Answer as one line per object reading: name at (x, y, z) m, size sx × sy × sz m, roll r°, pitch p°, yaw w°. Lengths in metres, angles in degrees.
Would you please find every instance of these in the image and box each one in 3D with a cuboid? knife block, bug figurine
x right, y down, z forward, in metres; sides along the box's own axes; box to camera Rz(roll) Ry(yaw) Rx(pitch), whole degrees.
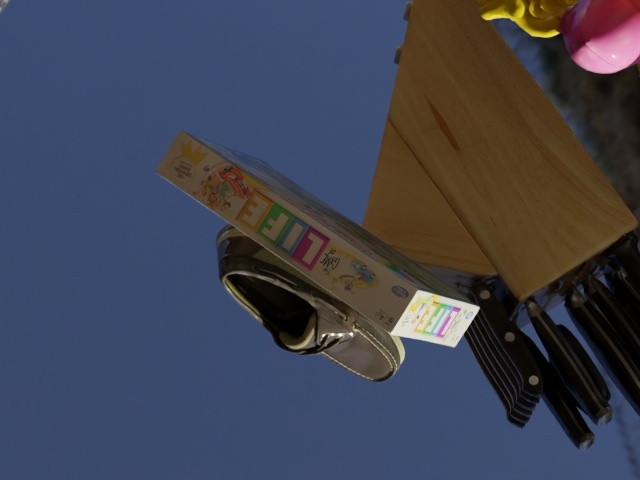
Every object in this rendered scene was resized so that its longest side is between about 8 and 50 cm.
knife block at (0.147, -0.015, 1.251) m, size 0.242 × 0.088 × 0.276 m, roll 13°, pitch -111°, yaw 0°
bug figurine at (0.194, -0.140, 0.845) m, size 0.216 × 0.279 × 0.072 m, roll -28°, pitch -93°, yaw -53°

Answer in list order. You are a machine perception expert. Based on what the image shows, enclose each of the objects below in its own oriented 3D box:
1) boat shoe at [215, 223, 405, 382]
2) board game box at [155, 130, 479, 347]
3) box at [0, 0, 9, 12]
boat shoe at (-0.010, 0.049, 1.234) m, size 0.152 × 0.056 × 0.049 m, roll 37°, pitch -138°, yaw -22°
board game box at (0.000, 0.000, 1.012) m, size 0.154 × 0.026 × 0.103 m, roll 34°, pitch -174°, yaw 22°
box at (-0.209, -0.272, 1.215) m, size 0.165 × 0.143 × 0.270 m, roll 37°, pitch -98°, yaw -3°
